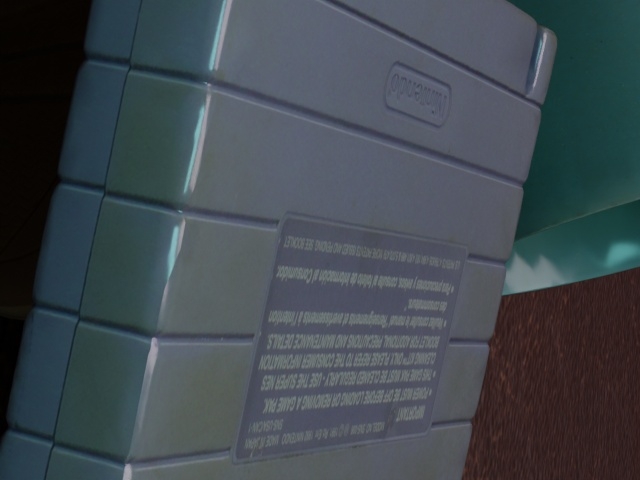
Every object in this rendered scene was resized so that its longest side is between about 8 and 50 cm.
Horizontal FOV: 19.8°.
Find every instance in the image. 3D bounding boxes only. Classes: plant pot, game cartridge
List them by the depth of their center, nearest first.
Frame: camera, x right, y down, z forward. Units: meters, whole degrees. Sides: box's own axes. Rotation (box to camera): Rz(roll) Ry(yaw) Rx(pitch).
[{"bbox_3d":[0.000,0.000,0.685,0.355,0.068,0.230,10,97,-69],"label":"game cartridge"},{"bbox_3d":[0.180,-0.115,1.149,0.293,0.293,0.235,14,60,-67],"label":"plant pot"}]

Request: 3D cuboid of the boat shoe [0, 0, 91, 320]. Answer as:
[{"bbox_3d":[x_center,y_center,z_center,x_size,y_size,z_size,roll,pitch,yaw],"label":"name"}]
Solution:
[{"bbox_3d":[-0.060,-0.098,0.747,0.110,0.121,0.341,61,33,-48],"label":"boat shoe"}]
